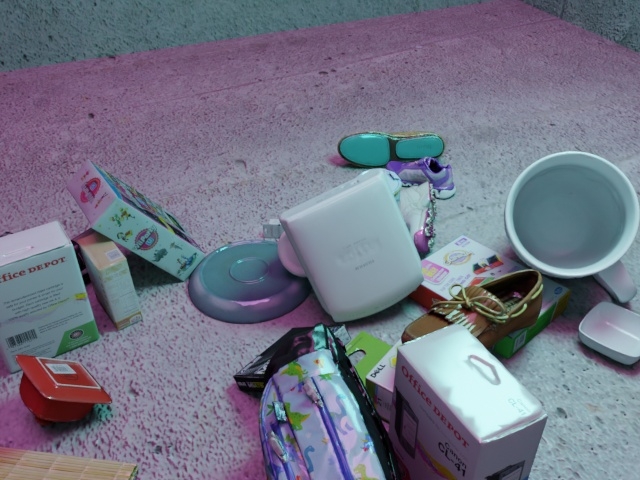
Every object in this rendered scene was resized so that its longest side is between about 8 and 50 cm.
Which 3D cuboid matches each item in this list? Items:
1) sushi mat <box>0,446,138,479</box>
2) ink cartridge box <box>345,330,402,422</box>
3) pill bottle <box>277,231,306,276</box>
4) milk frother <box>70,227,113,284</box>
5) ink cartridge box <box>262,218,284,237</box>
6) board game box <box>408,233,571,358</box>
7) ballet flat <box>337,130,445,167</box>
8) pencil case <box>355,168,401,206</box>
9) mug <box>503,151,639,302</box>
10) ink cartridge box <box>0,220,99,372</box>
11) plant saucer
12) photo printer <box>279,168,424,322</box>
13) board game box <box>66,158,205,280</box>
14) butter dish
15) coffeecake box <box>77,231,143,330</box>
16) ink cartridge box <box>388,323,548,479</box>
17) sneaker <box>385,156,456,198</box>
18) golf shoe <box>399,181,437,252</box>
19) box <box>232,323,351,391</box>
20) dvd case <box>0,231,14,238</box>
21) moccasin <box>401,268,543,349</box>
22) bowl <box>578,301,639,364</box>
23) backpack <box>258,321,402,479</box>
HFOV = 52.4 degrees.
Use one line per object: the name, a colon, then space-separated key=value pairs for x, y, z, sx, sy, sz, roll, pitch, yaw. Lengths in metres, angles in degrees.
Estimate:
sushi mat: x=-0.502 y=0.448 z=1.172 sx=0.316 sy=0.019 sz=0.151 roll=4 pitch=37 yaw=8
ink cartridge box: x=0.142 y=0.259 z=1.346 sx=0.255 sy=0.097 sz=0.189 roll=24 pitch=43 yaw=29
pill bottle: x=0.000 y=0.000 z=1.650 sx=0.131 sy=0.131 sz=0.229 roll=15 pitch=21 yaw=22
milk frother: x=-0.622 y=0.028 z=1.666 sx=0.143 sy=0.129 sz=0.135 roll=30 pitch=50 yaw=27
ink cartridge box: x=-0.116 y=-0.033 z=1.799 sx=0.083 sy=0.048 sz=0.028 roll=2 pitch=36 yaw=5
board game box: x=0.389 y=0.120 z=1.555 sx=0.242 sy=0.064 sz=0.316 roll=-28 pitch=44 yaw=-32
ballet flat: x=0.227 y=-0.302 z=2.122 sx=0.349 sy=0.123 sz=0.123 roll=-2 pitch=36 yaw=0
pencil case: x=0.141 y=-0.044 z=1.623 sx=0.124 sy=0.273 sz=0.113 roll=-8 pitch=42 yaw=-3
mug: x=0.608 y=-0.010 z=1.544 sx=0.276 sy=0.328 sz=0.374 roll=-39 pitch=78 yaw=10
ink cartridge box: x=-0.621 y=0.121 z=1.410 sx=0.201 sy=0.278 sz=0.117 roll=-21 pitch=41 yaw=-25
plant saucer: x=-0.177 y=0.087 z=1.643 sx=0.318 sy=0.043 sz=0.317 roll=0 pitch=36 yaw=0
photo printer: x=0.082 y=0.027 z=1.480 sx=0.256 sy=0.307 sz=0.107 roll=-25 pitch=19 yaw=0
board game box: x=-0.458 y=-0.048 z=1.626 sx=0.097 sy=0.303 sz=0.224 roll=-50 pitch=46 yaw=2
butter dish: x=-0.527 y=0.311 z=1.292 sx=0.160 sy=0.118 sz=0.160 roll=33 pitch=6 yaw=38
coffeecake box: x=-0.491 y=0.093 z=1.522 sx=0.068 sy=0.185 sz=0.142 roll=-25 pitch=42 yaw=-27
ink cartridge box: x=0.222 y=0.328 z=1.068 sx=0.131 sy=0.306 sz=0.226 roll=-18 pitch=38 yaw=-22
sneaker: x=0.308 y=-0.214 z=1.988 sx=0.236 sy=0.104 sz=0.095 roll=22 pitch=43 yaw=30
golf shoe: x=0.246 y=-0.056 z=1.785 sx=0.140 sy=0.115 sz=0.306 roll=-5 pitch=28 yaw=14
box: x=-0.058 y=0.243 z=1.346 sx=0.191 sy=0.045 sz=0.184 roll=-36 pitch=17 yaw=-37
dvd case: x=-0.853 y=0.058 z=1.728 sx=0.164 sy=0.018 sz=0.221 roll=14 pitch=38 yaw=19
moccasin: x=0.315 y=0.145 z=1.300 sx=0.380 sy=0.147 sz=0.139 roll=-13 pitch=34 yaw=-29
bowl: x=0.650 y=0.210 z=1.431 sx=0.142 sy=0.053 sz=0.142 roll=28 pitch=44 yaw=34
backpack: x=0.019 y=0.369 z=1.076 sx=0.273 sy=0.290 sz=0.355 roll=-27 pitch=49 yaw=-19
